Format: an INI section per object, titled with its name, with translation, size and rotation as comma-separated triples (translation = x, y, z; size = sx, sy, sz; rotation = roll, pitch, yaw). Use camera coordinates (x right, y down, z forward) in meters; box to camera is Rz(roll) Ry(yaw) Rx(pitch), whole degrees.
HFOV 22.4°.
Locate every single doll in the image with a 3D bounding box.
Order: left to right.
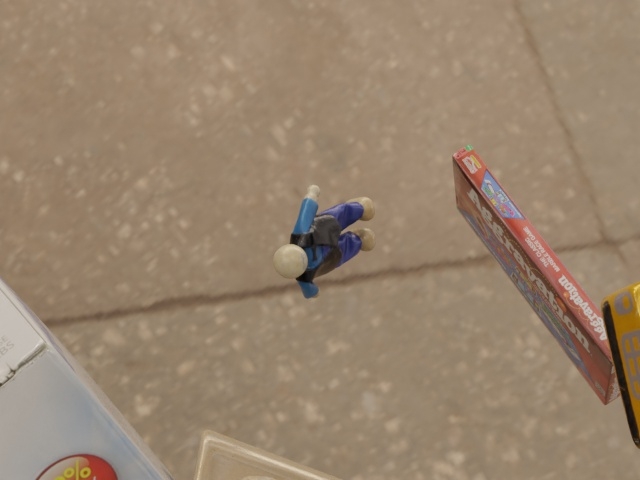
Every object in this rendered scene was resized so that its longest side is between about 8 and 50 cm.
[doll]
translation = 0.000, 0.000, 1.801
size = 0.189, 0.046, 0.129
rotation = -30, 122, -57

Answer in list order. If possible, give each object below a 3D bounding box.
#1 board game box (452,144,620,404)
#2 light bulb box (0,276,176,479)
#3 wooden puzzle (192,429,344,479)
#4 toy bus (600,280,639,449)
[board game box]
translation = 0.230, 0.037, 1.711
size = 0.027, 0.145, 0.281
rotation = -32, 67, -8
[light bulb box]
translation = -0.277, 0.253, 1.198
size = 0.358, 0.225, 0.361
rotation = -41, 127, -9
[wooden puzzle]
translation = -0.007, 0.386, 1.667
size = 0.322, 0.080, 0.348
rotation = 23, 40, -15
[toy bus]
translation = 0.351, 0.052, 1.026
size = 0.332, 0.130, 0.108
rotation = -8, 82, -23
